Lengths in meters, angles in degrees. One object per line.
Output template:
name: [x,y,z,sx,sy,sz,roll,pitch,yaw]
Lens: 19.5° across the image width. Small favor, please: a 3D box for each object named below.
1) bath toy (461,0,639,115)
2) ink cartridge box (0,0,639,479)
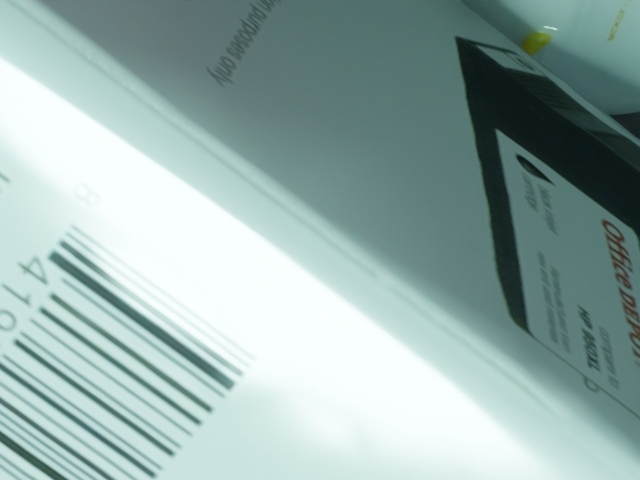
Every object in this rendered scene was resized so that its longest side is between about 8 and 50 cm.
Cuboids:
bath toy: [0.000,0.000,0.574,0.348,0.151,0.129,-60,39,26]
ink cartridge box: [-0.020,0.097,0.459,0.395,0.166,0.285,37,117,-8]
